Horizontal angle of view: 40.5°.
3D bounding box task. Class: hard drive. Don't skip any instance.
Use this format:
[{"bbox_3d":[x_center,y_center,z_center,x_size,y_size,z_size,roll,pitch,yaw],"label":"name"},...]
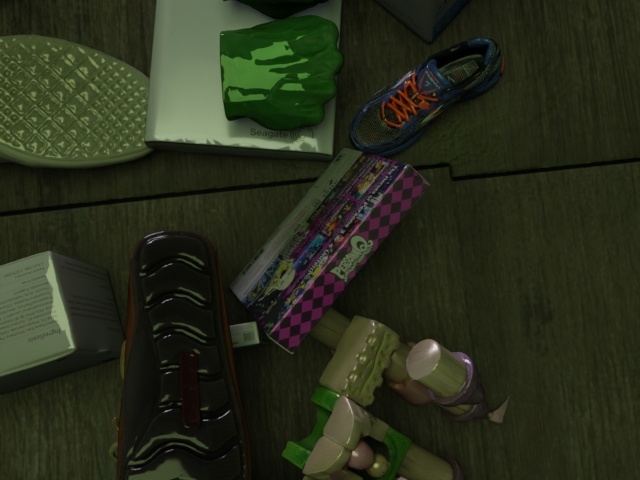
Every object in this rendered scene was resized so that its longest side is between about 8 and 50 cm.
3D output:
[{"bbox_3d":[-0.090,-0.284,1.099,0.233,0.047,0.353,4,83,-3],"label":"hard drive"}]

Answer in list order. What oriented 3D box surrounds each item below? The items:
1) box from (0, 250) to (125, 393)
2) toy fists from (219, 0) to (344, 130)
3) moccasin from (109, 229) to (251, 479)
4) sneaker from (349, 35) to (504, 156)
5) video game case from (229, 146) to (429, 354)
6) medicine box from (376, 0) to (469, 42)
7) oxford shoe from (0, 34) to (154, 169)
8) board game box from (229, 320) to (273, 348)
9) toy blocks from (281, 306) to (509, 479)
[{"bbox_3d":[-0.349,0.103,1.019,0.182,0.181,0.119,-18,80,3],"label":"box"},{"bbox_3d":[-0.045,-0.268,1.031,0.142,0.096,0.279,-3,84,3],"label":"toy fists"},{"bbox_3d":[-0.153,0.182,0.898,0.139,0.147,0.380,-7,67,-13],"label":"moccasin"},{"bbox_3d":[0.126,-0.184,1.058,0.221,0.087,0.083,-37,79,0],"label":"sneaker"},{"bbox_3d":[0.000,0.000,0.990,0.042,0.210,0.232,40,87,-20],"label":"video game case"},{"bbox_3d":[0.157,-0.411,0.984,0.149,0.289,0.263,42,88,10],"label":"medicine box"},{"bbox_3d":[-0.420,-0.165,1.100,0.449,0.130,0.169,0,78,-9],"label":"oxford shoe"},{"bbox_3d":[-0.140,0.124,1.034,0.154,0.103,0.026,-10,81,4],"label":"board game box"},{"bbox_3d":[0.084,0.250,0.925,0.260,0.309,0.289,36,76,-32],"label":"toy blocks"}]
